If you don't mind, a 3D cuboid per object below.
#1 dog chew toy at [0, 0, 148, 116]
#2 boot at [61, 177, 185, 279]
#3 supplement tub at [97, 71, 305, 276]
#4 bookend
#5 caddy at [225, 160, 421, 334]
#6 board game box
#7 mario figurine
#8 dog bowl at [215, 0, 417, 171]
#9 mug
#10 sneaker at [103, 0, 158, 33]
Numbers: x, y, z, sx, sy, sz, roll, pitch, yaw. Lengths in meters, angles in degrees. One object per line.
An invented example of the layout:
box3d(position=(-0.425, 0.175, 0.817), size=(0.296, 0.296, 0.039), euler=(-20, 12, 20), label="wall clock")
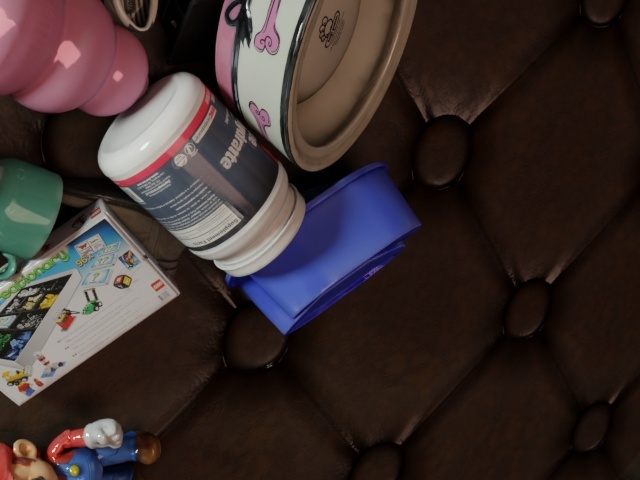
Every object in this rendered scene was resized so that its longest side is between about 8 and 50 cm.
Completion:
box3d(position=(-0.366, -0.261, 1.222), size=(0.332, 0.206, 0.206), euler=(21, 96, -46), label="dog chew toy")
box3d(position=(-0.309, 0.004, 1.443), size=(0.246, 0.083, 0.161), euler=(16, 102, -38), label="boot")
box3d(position=(-0.170, -0.093, 1.365), size=(0.191, 0.191, 0.272), euler=(-50, 120, -8), label="supplement tub")
box3d(position=(-0.201, -0.367, 1.355), size=(0.072, 0.156, 0.157), euler=(-16, 73, -29), label="bookend")
box3d(position=(0.000, 0.000, 1.564), size=(0.341, 0.241, 0.179), euler=(-34, 80, -19), label="caddy")
box3d(position=(-0.390, 0.096, 1.390), size=(0.305, 0.053, 0.193), euler=(-34, 127, 0), label="board game box")
box3d(position=(-0.400, 0.395, 1.476), size=(0.320, 0.170, 0.198), euler=(1, 74, -43), label="mario figurine")
box3d(position=(-0.003, -0.317, 1.381), size=(0.408, 0.150, 0.408), euler=(-53, 158, -32), label="dog bowl")
box3d(position=(-0.434, -0.038, 1.292), size=(0.097, 0.129, 0.158), euler=(24, 53, -33), label="mug")
box3d(position=(-0.265, -0.414, 1.290), size=(0.094, 0.091, 0.258), euler=(-21, 120, -27), label="sneaker")
